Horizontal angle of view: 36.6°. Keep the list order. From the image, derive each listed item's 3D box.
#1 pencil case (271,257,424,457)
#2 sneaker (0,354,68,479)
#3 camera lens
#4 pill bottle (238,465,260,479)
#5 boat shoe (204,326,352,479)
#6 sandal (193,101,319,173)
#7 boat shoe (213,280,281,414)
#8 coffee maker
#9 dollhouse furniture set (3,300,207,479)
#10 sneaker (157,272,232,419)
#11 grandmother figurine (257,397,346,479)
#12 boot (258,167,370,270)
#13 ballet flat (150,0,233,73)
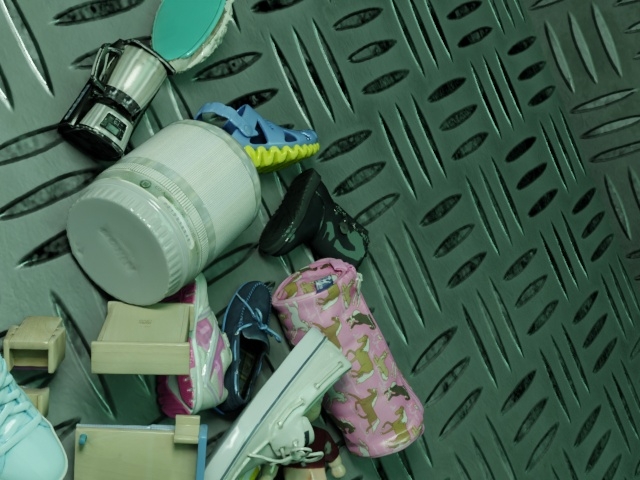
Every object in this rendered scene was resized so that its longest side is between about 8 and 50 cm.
[{"bbox_3d":[0.057,0.228,1.842,0.160,0.167,0.386,-40,110,-43],"label":"pencil case"},{"bbox_3d":[-0.453,0.189,1.240,0.366,0.150,0.135,48,51,-11],"label":"sneaker"},{"bbox_3d":[-0.242,-0.052,1.555,0.219,0.219,0.274,60,41,-16],"label":"camera lens"},{"bbox_3d":[-0.131,0.399,1.663,0.043,0.043,0.083,54,43,-21],"label":"pill bottle"},{"bbox_3d":[-0.060,0.323,1.635,0.156,0.136,0.367,39,55,2],"label":"boat shoe"},{"bbox_3d":[-0.123,-0.196,1.826,0.317,0.126,0.138,-10,81,-51],"label":"sandal"},{"bbox_3d":[-0.120,0.188,1.714,0.109,0.089,0.258,33,54,-38],"label":"boat shoe"},{"bbox_3d":[-0.335,-0.222,1.580,0.120,0.171,0.178,31,74,-8],"label":"coffee maker"},{"bbox_3d":[-0.314,0.265,1.467,0.198,0.287,0.303,-112,-156,-76],"label":"dollhouse furniture set"},{"bbox_3d":[-0.210,0.170,1.620,0.111,0.103,0.252,10,76,-52],"label":"sneaker"},{"bbox_3d":[-0.025,0.408,1.743,0.208,0.104,0.342,13,70,-56],"label":"grandmother figurine"},{"bbox_3d":[0.000,0.000,1.912,0.207,0.094,0.246,49,39,-21],"label":"boot"},{"bbox_3d":[-0.211,-0.454,1.812,0.147,0.147,0.408,33,54,-38],"label":"ballet flat"}]
